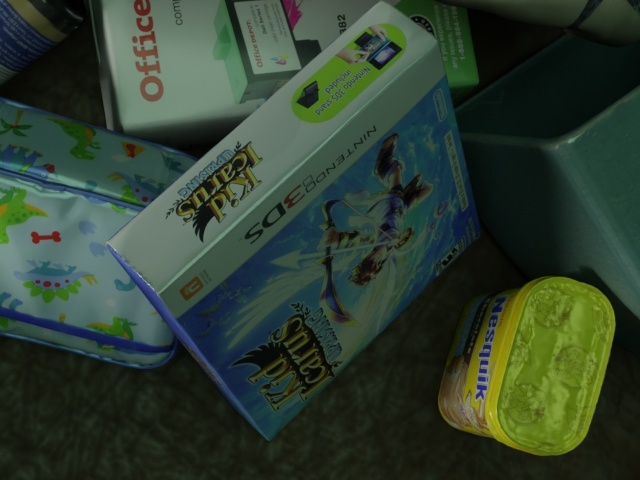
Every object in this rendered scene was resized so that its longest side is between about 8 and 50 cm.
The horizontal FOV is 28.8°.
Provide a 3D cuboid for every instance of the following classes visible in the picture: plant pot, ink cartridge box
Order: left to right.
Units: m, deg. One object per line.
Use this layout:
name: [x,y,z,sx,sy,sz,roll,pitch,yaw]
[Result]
ink cartridge box: [-0.038,-0.188,0.975,0.278,0.117,0.201,-9,86,-11]
plant pot: [0.273,-0.037,0.961,0.247,0.248,0.252,-34,105,-11]

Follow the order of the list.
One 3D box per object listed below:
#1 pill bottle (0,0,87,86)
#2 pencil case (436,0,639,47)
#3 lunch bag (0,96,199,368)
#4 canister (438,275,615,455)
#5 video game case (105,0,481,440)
pill bottle: [-0.291,-0.146,0.909,0.219,0.123,0.123,-34,91,8]
pencil case: [0.061,-0.237,0.849,0.410,0.183,0.160,7,110,-14]
lunch bag: [-0.188,0.002,0.912,0.219,0.176,0.090,16,39,-9]
canister: [0.151,0.095,0.955,0.073,0.170,0.126,18,82,-8]
video game case: [0.000,0.000,0.895,0.244,0.269,0.061,-42,60,-10]
